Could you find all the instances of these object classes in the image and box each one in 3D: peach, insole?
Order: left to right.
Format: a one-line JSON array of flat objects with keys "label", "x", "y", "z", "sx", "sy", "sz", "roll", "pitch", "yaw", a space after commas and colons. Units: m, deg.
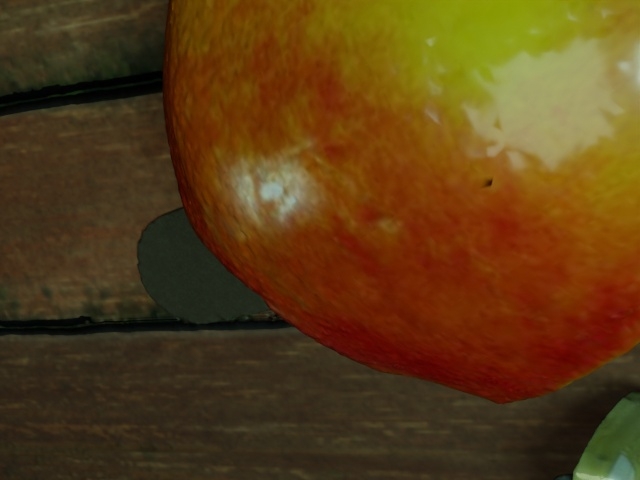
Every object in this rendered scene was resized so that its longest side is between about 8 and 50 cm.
[{"label": "insole", "x": 0.000, "y": 0.000, "z": 1.168, "sx": 0.328, "sy": 0.007, "sz": 0.111, "roll": -11, "pitch": 103, "yaw": 40}, {"label": "peach", "x": 0.072, "y": -0.095, "z": 0.910, "sx": 0.380, "sy": 0.242, "sz": 0.306, "roll": -34, "pitch": 94, "yaw": 43}]

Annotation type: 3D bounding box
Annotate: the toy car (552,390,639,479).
[{"label": "toy car", "x": 0.194, "y": 0.216, "z": 1.065, "sx": 0.124, "sy": 0.101, "sz": 0.257, "roll": 15, "pitch": 122, "yaw": 26}]
